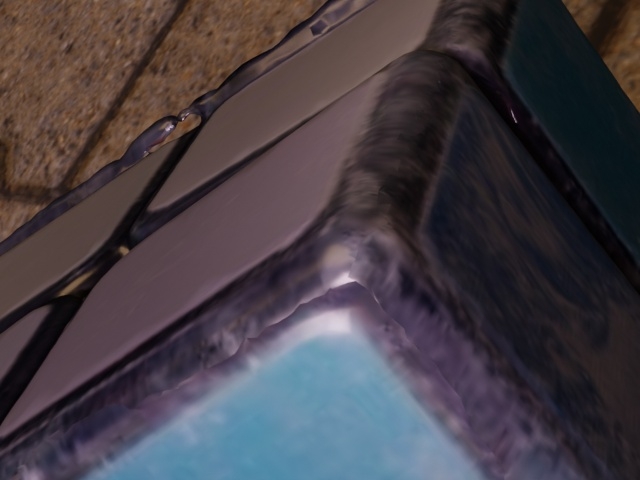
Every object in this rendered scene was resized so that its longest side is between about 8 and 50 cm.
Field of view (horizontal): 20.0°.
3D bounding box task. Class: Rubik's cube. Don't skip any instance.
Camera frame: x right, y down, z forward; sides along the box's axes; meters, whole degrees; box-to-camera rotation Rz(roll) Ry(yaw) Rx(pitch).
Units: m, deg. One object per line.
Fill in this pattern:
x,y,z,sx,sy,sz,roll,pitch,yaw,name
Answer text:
0.016,0.121,0.664,0.316,0.318,0.313,-34,14,23,Rubik's cube
